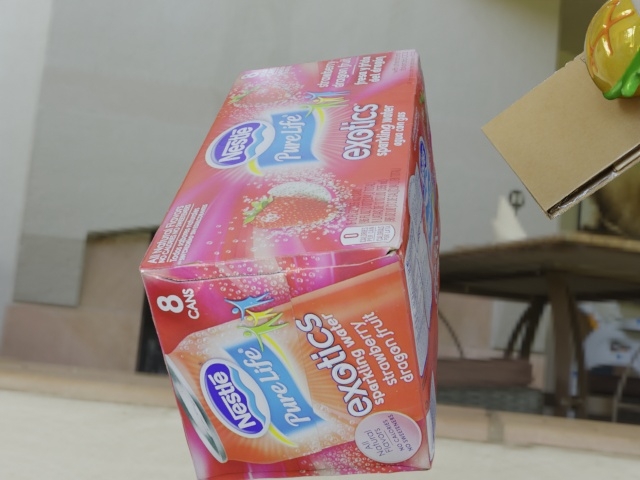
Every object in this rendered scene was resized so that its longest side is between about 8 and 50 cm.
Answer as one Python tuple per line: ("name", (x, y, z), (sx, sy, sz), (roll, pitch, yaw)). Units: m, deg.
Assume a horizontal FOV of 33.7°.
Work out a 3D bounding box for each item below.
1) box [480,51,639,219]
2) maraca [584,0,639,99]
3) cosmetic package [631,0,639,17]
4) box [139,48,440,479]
("box", (0.280, -0.124, 1.168), (0.021, 0.164, 0.201), (47, 11, -33))
("maraca", (0.322, -0.199, 1.064), (0.099, 0.127, 0.186), (22, 14, 1))
("cosmetic package", (0.309, -0.131, 0.485), (0.217, 0.156, 0.385), (49, -2, -29))
("box", (0.000, 0.000, 0.586), (0.122, 0.128, 0.257), (-5, 29, 10))
